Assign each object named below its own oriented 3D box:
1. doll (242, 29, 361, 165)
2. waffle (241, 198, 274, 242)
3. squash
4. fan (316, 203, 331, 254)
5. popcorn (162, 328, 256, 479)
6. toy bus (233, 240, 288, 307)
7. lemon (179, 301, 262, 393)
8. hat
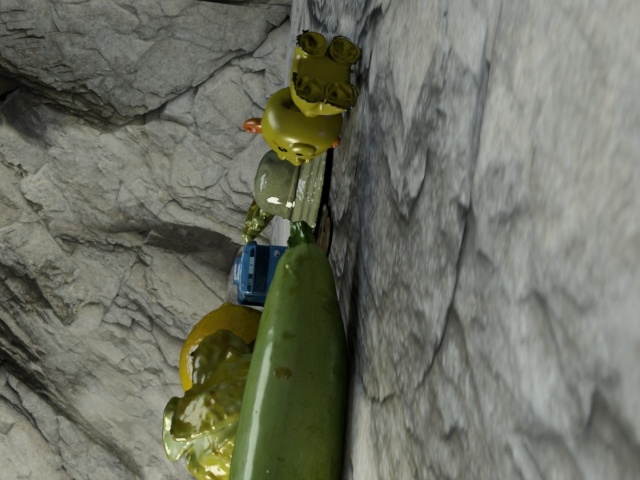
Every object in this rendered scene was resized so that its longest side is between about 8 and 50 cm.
[{"bbox_3d":[-0.023,-0.178,1.175,0.221,0.142,0.135,127,147,-66],"label":"doll"},{"bbox_3d":[-0.085,-0.100,1.720,0.208,0.054,0.214,-48,10,22],"label":"waffle"},{"bbox_3d":[-0.025,0.163,0.929,0.118,0.118,0.371,114,164,-73],"label":"squash"},{"bbox_3d":[0.000,0.000,1.350,0.227,0.008,0.153,-95,12,-63],"label":"fan"},{"bbox_3d":[-0.154,0.301,1.519,0.276,0.225,0.276,-33,31,23],"label":"popcorn"},{"bbox_3d":[-0.114,0.077,1.790,0.234,0.133,0.116,122,154,-78],"label":"toy bus"},{"bbox_3d":[-0.181,0.252,1.820,0.228,0.228,0.254,104,178,-56],"label":"lemon"},{"bbox_3d":[-0.057,-0.093,1.440,0.252,0.110,0.252,-170,90,-86],"label":"hat"}]
